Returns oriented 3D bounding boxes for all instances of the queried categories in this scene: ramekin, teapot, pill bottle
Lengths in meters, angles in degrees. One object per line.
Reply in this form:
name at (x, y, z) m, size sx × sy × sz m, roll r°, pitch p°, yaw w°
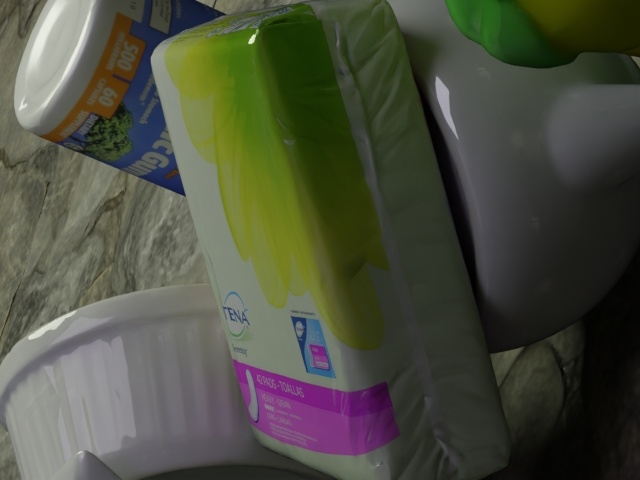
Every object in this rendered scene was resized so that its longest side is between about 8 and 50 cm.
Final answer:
ramekin at (-0.096, 0.147, 1.418) m, size 0.273 × 0.273 × 0.127 m, roll -41°, pitch 49°, yaw 43°
teapot at (0.130, -0.058, 1.232) m, size 0.256 × 0.187 × 0.252 m, roll 55°, pitch 156°, yaw 38°
pill bottle at (-0.098, -0.111, 1.589) m, size 0.152 × 0.272 × 0.152 m, roll -43°, pitch 35°, yaw 41°

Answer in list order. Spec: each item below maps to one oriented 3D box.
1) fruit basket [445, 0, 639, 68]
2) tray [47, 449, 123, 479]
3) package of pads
fruit basket at (0.236, -0.192, 1.002) m, size 0.392 × 0.283 × 0.392 m, roll -42°, pitch 24°, yaw 24°
tray at (-0.102, 0.270, 1.334) m, size 0.145 × 0.270 × 0.030 m, roll -43°, pitch 7°, yaw 40°
package of pads at (0.000, 0.000, 1.208) m, size 0.229 × 0.101 × 0.296 m, roll 9°, pitch 115°, yaw 68°
